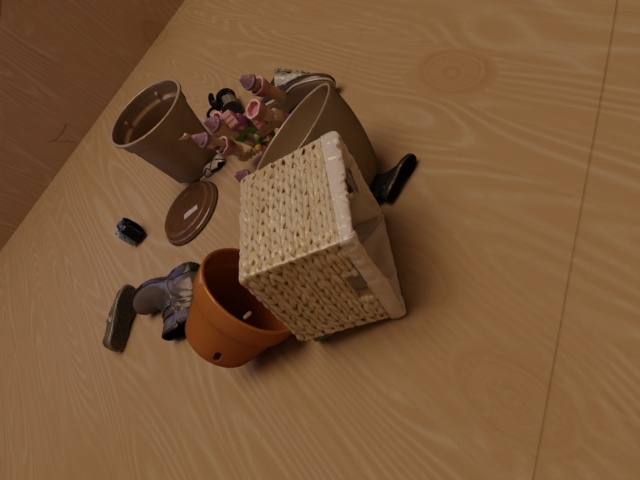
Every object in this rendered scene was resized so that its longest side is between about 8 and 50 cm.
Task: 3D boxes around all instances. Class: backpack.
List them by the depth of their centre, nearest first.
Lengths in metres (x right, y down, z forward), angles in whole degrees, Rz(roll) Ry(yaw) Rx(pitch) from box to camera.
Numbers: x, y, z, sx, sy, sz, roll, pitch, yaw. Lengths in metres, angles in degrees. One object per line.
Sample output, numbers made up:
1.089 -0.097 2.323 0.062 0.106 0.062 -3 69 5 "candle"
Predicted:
-0.785 -0.039 2.287 0.084 0.105 0.114 -51 34 2 "backpack"

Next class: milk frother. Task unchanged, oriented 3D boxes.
-0.391 -0.523 2.264 0.134 0.129 0.143 -118 27 -48 "milk frother"

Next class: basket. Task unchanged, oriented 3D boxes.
0.000 0.000 1.265 0.267 0.328 0.331 -19 49 16 "basket"

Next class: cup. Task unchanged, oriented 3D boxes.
0.010 -0.212 1.488 0.331 0.237 0.331 -46 24 27 "cup"

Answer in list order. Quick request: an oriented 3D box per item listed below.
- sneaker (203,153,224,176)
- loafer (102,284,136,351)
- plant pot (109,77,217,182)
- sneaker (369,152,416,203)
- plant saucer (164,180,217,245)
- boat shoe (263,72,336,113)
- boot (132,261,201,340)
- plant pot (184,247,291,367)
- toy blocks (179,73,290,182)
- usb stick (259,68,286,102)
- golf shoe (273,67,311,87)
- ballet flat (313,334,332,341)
-0.407 -0.280 2.135 0.109 0.040 0.043 -46 56 20 "sneaker"
-0.733 0.276 2.018 0.088 0.094 0.251 -11 56 35 "loafer"
-0.568 -0.393 2.144 0.334 0.305 0.333 -19 49 24 "plant pot"
0.175 -0.160 1.462 0.089 0.051 0.170 27 86 47 "sneaker"
-0.494 -0.111 2.102 0.278 0.041 0.277 -25 48 30 "plant saucer"
-0.079 -0.521 1.925 0.335 0.112 0.095 -13 59 43 "boat shoe"
-0.502 0.227 1.817 0.338 0.118 0.222 -32 49 31 "boot"
-0.216 0.191 1.449 0.203 0.291 0.290 -55 36 27 "plant pot"
-0.261 -0.349 1.803 0.289 0.260 0.308 -29 65 35 "toy blocks"
-0.201 -0.521 2.097 0.077 0.045 0.277 23 81 49 "usb stick"
-0.093 -0.573 2.021 0.176 0.069 0.085 16 109 33 "golf shoe"
-0.009 0.160 1.419 0.068 0.072 0.213 -16 48 2 "ballet flat"
